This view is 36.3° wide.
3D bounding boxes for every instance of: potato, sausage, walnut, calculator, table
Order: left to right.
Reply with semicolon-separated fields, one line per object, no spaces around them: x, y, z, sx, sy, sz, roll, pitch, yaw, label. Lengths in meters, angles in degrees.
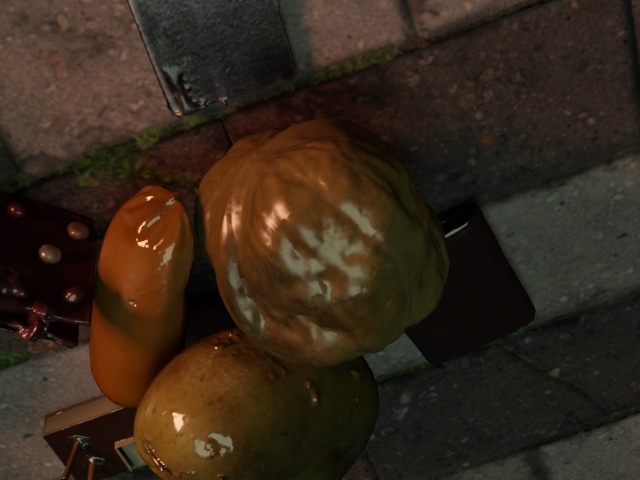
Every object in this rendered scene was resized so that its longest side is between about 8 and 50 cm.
-0.257;0.286;1.377;0.240;0.111;0.121;-20;127;5;table
-0.218;0.070;1.188;0.116;0.134;0.354;-11;140;-25;sausage
-0.128;-0.264;1.060;0.161;0.021;0.262;-15;127;1;calculator
-0.070;0.215;1.237;0.270;0.219;0.359;-57;150;6;potato
0.001;0.001;1.111;0.253;0.282;0.277;-34;122;7;walnut

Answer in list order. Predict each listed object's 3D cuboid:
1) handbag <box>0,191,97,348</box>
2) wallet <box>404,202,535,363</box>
-0.358;0.020;1.107;0.203;0.216;0.074;21;115;-21;handbag
0.179;0.069;1.335;0.182;0.049;0.229;-29;127;11;wallet
